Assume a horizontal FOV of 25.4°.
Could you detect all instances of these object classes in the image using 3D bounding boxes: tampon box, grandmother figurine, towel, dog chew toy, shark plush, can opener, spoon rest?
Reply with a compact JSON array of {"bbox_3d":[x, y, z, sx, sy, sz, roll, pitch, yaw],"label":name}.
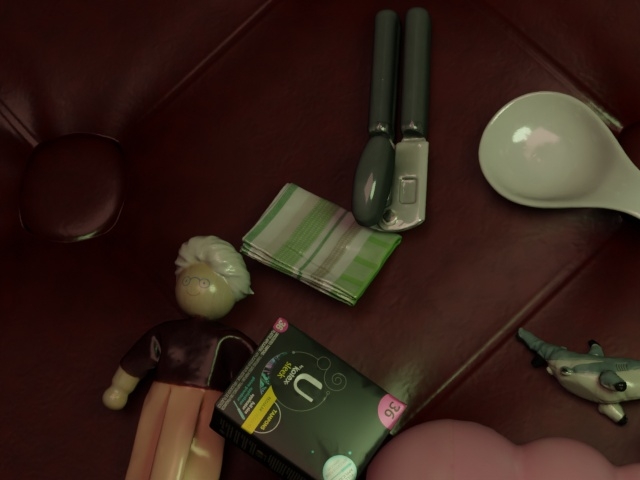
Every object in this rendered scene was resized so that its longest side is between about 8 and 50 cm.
[{"bbox_3d":[-0.015,0.181,1.466,0.161,0.101,0.120,34,71,5],"label":"tampon box"},{"bbox_3d":[-0.140,0.161,1.556,0.208,0.104,0.342,7,76,5],"label":"grandmother figurine"},{"bbox_3d":[0.000,0.000,1.594,0.152,0.023,0.113,25,58,18],"label":"towel"},{"bbox_3d":[0.210,0.278,1.385,0.332,0.206,0.206,0,72,5],"label":"dog chew toy"},{"bbox_3d":[0.282,0.135,1.504,0.161,0.073,0.067,15,55,38],"label":"shark plush"},{"bbox_3d":[0.087,-0.141,1.610,0.074,0.093,0.280,0,67,14],"label":"can opener"},{"bbox_3d":[0.297,-0.065,1.533,0.276,0.084,0.137,33,82,20],"label":"spoon rest"}]
